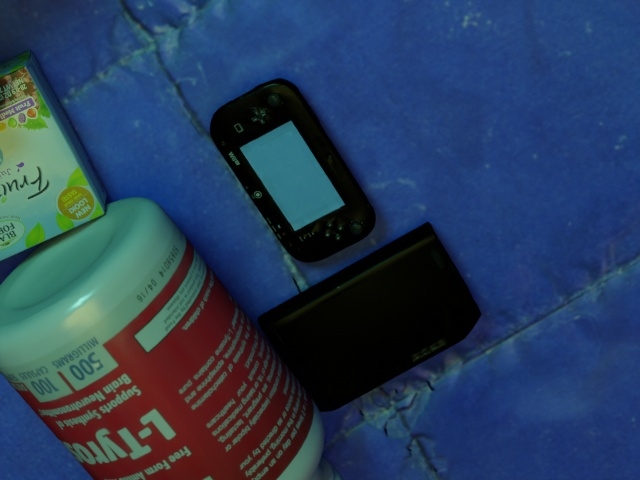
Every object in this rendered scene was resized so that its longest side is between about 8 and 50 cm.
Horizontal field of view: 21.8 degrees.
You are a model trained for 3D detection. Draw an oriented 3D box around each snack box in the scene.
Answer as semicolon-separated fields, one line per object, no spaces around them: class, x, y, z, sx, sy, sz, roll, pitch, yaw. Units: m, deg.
snack box;-0.344;-0.068;1.670;0.207;0.070;0.175;-23;112;5

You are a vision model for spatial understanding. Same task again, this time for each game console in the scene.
game console;0.000;0.000;1.745;0.213;0.044;0.361;-30;112;7

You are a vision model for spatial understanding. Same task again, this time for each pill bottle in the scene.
pill bottle;-0.143;0.174;1.704;0.229;0.229;0.408;-33;111;9
